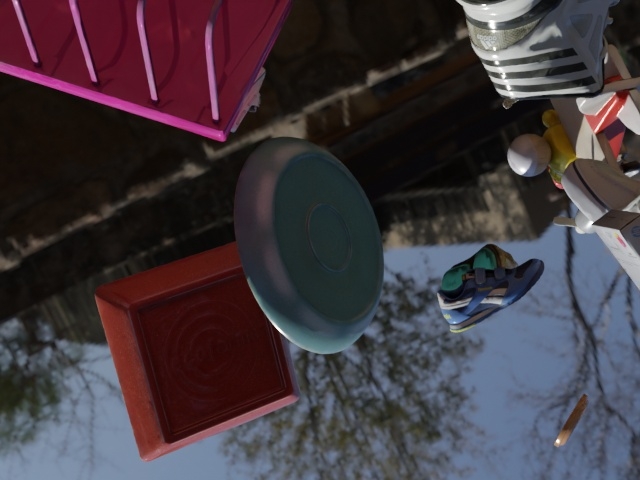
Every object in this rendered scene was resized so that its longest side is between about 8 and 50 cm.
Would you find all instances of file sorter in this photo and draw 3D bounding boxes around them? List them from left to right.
[{"bbox_3d":[-0.197,-0.269,1.080,0.182,0.290,0.202,94,17,-60],"label":"file sorter"}]

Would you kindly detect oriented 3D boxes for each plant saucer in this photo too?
[{"bbox_3d":[-0.156,0.151,1.494,0.258,0.259,0.047,-19,-168,-26],"label":"plant saucer"},{"bbox_3d":[0.000,0.000,1.515,0.043,0.318,0.317,-17,-167,36],"label":"plant saucer"},{"bbox_3d":[0.352,0.252,1.493,0.083,0.013,0.083,-51,161,-25],"label":"plant saucer"}]

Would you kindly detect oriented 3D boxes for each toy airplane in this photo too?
[{"bbox_3d":[0.503,-0.206,2.115,0.272,0.384,0.386,-20,-153,1],"label":"toy airplane"}]

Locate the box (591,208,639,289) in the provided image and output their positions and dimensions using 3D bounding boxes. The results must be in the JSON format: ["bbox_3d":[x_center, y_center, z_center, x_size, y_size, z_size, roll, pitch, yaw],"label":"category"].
[{"bbox_3d":[0.416,0.048,1.317,0.038,0.186,0.145,-38,-178,3],"label":"box"}]

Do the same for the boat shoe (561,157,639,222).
[{"bbox_3d":[0.504,-0.045,1.488,0.135,0.156,0.367,-4,-142,-41],"label":"boat shoe"}]

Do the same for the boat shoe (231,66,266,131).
[{"bbox_3d":[-0.096,-0.183,1.399,0.100,0.035,0.035,-57,-161,-24],"label":"boat shoe"}]

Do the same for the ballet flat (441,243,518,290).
[{"bbox_3d":[0.366,0.079,2.307,0.123,0.123,0.348,-27,177,-15],"label":"ballet flat"}]

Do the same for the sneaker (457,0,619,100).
[{"bbox_3d":[0.344,-0.358,1.428,0.169,0.257,0.447,25,-118,39],"label":"sneaker"}]

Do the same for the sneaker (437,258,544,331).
[{"bbox_3d":[0.210,0.058,1.332,0.144,0.059,0.053,-32,-175,14],"label":"sneaker"}]
